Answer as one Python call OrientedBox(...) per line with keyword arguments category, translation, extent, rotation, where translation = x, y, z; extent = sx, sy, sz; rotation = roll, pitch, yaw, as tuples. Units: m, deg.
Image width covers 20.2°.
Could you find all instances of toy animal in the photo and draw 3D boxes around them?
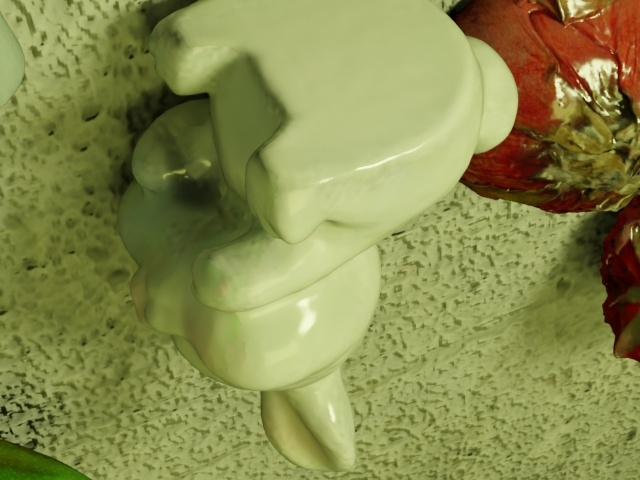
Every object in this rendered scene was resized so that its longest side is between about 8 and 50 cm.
OrientedBox(category="toy animal", translation=(-0.008, -0.001, 1.219), extent=(0.241, 0.196, 0.368), rotation=(-9, 139, -30))

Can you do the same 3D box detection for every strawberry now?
OrientedBox(category="strawberry", translation=(0.328, 0.039, 1.546), extent=(0.184, 0.186, 0.201), rotation=(-57, 172, 1))

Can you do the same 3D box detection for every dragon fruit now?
OrientedBox(category="dragon fruit", translation=(0.188, -0.088, 1.283), extent=(0.218, 0.148, 0.224), rotation=(-31, 146, 5))

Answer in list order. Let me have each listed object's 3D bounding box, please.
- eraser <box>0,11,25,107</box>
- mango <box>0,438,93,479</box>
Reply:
OrientedBox(category="eraser", translation=(-0.272, -0.129, 0.956), extent=(0.174, 0.081, 0.227), rotation=(-28, 146, -3))
OrientedBox(category="mango", translation=(-0.323, 0.226, 1.279), extent=(0.381, 0.201, 0.225), rotation=(-6, 130, -34))
